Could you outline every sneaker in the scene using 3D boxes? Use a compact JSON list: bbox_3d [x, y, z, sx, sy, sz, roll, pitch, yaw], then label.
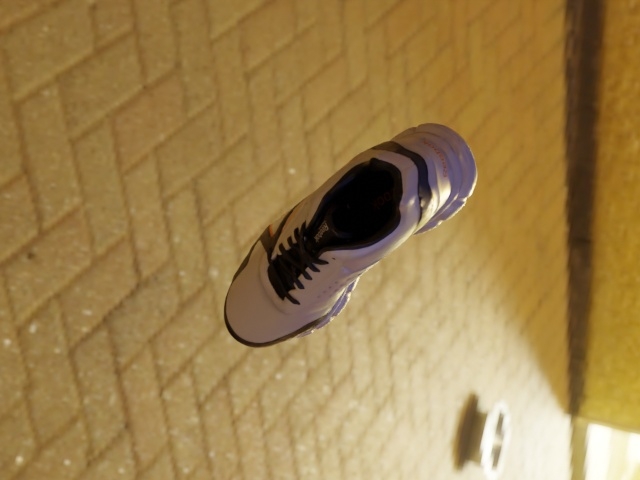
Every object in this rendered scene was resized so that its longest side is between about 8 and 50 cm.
[{"bbox_3d":[0.000,0.000,0.428,0.109,0.040,0.044,-43,167,31],"label":"sneaker"}]
